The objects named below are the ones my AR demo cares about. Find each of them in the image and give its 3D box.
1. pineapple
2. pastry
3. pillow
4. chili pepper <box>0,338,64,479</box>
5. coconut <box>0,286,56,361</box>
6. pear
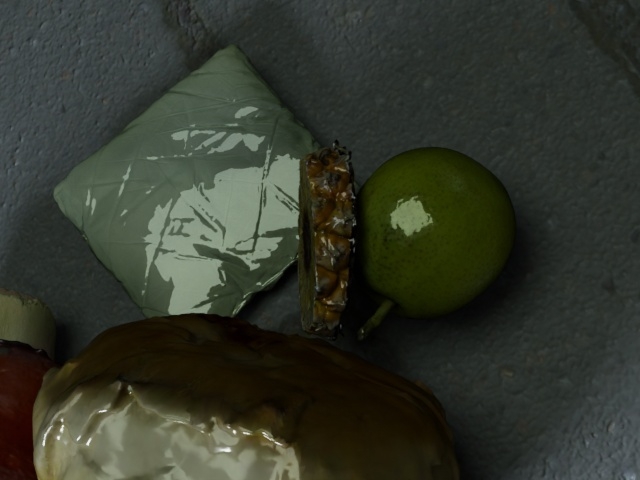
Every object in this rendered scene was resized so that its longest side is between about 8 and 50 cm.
[{"bbox_3d":[0.000,0.000,1.525,0.047,0.221,0.221,2,67,-7],"label":"pineapple"},{"bbox_3d":[-0.067,0.216,1.392,0.409,0.409,0.245,17,99,31],"label":"pastry"},{"bbox_3d":[-0.126,-0.043,1.705,0.281,0.076,0.274,-41,66,2],"label":"pillow"},{"bbox_3d":[-0.346,0.247,1.526,0.229,0.251,0.305,-45,15,12],"label":"chili pepper"},{"bbox_3d":[-0.368,0.138,1.710,0.147,0.147,0.153,-7,68,24],"label":"coconut"},{"bbox_3d":[0.096,0.013,1.509,0.216,0.166,0.180,-61,16,-11],"label":"pear"}]
